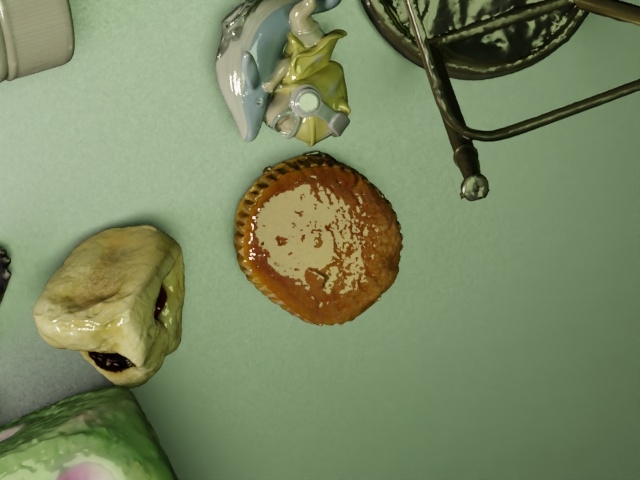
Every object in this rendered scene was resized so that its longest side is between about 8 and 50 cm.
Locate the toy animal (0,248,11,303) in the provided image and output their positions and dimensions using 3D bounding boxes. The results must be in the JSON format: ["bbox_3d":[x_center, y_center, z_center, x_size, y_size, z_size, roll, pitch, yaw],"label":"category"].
[{"bbox_3d":[-0.534,0.112,1.776,0.284,0.225,0.302,18,110,8],"label":"toy animal"}]

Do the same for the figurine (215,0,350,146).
[{"bbox_3d":[-0.030,-0.200,1.785,0.184,0.128,0.208,36,90,-15],"label":"figurine"}]

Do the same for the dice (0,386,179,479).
[{"bbox_3d":[-0.287,0.361,1.733,0.322,0.318,0.330,-23,94,-10],"label":"dice"}]

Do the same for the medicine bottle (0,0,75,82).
[{"bbox_3d":[-0.444,-0.226,1.656,0.340,0.208,0.208,-18,103,-17],"label":"medicine bottle"}]

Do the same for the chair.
[{"bbox_3d":[0.215,-0.303,1.651,0.365,0.410,0.361,-21,105,-4],"label":"chair"}]

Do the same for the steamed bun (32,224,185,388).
[{"bbox_3d":[-0.220,0.090,1.810,0.141,0.172,0.155,3,134,28],"label":"steamed bun"}]

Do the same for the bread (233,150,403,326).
[{"bbox_3d":[0.000,0.001,1.838,0.199,0.104,0.199,-2,100,-9],"label":"bread"}]
